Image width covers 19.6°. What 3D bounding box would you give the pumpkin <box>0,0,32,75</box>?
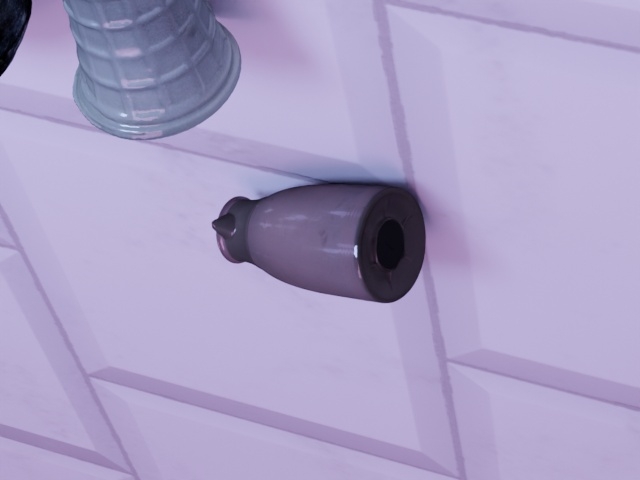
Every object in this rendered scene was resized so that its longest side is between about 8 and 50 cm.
[{"bbox_3d":[-0.358,-0.209,1.548,0.233,0.163,0.233,15,161,5],"label":"pumpkin"}]

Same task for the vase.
[{"bbox_3d":[-0.162,-0.226,1.414,0.143,0.143,0.299,11,146,22],"label":"vase"}]

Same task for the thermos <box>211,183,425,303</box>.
[{"bbox_3d":[0.000,0.000,1.720,0.193,0.105,0.137,4,177,38],"label":"thermos"}]
